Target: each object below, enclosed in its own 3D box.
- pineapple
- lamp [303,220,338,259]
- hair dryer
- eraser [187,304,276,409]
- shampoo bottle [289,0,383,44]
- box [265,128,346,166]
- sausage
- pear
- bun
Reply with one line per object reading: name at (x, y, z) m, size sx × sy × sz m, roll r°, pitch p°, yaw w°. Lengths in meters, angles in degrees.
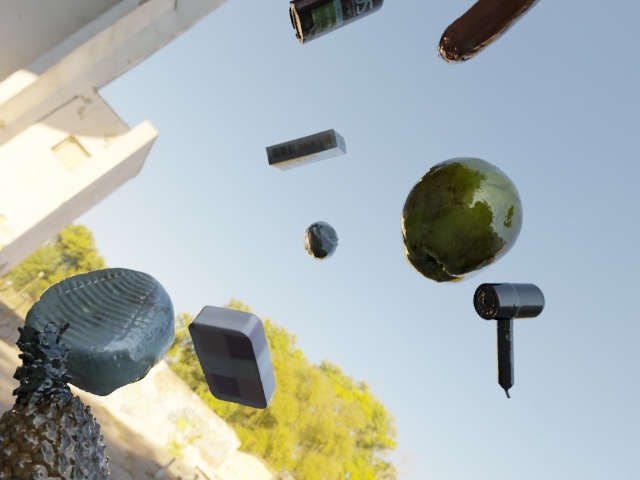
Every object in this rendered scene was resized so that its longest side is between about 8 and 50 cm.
pineapple at (-0.487, 0.325, 0.874) m, size 0.202 × 0.201 × 0.362 m, roll 129°, pitch -45°, yaw -64°
lamp at (0.000, 0.000, 1.370) m, size 0.101 × 0.101 × 0.250 m, roll 50°, pitch 10°, yaw -12°
hair dryer at (0.362, 0.189, 0.930) m, size 0.124 × 0.219 × 0.071 m, roll 4°, pitch -6°, yaw -22°
eraser at (-0.080, 0.110, 0.452) m, size 0.065 × 0.026 × 0.105 m, roll 8°, pitch -54°, yaw 19°
shampoo bottle at (0.076, -0.653, 1.331) m, size 0.084 × 0.322 × 0.129 m, roll 60°, pitch -9°, yaw 32°
box at (-0.043, -0.291, 1.585) m, size 0.149 × 0.233 × 0.067 m, roll -13°, pitch 90°, yaw -76°
sausage at (0.362, -0.456, 0.885) m, size 0.094 × 0.094 × 0.419 m, roll 25°, pitch -28°, yaw -18°
pear at (0.303, -0.046, 1.056) m, size 0.269 × 0.321 × 0.269 m, roll 25°, pitch -39°, yaw 22°
bun at (-0.517, 0.216, 1.179) m, size 0.354 × 0.354 × 0.194 m, roll 30°, pitch -52°, yaw 27°
